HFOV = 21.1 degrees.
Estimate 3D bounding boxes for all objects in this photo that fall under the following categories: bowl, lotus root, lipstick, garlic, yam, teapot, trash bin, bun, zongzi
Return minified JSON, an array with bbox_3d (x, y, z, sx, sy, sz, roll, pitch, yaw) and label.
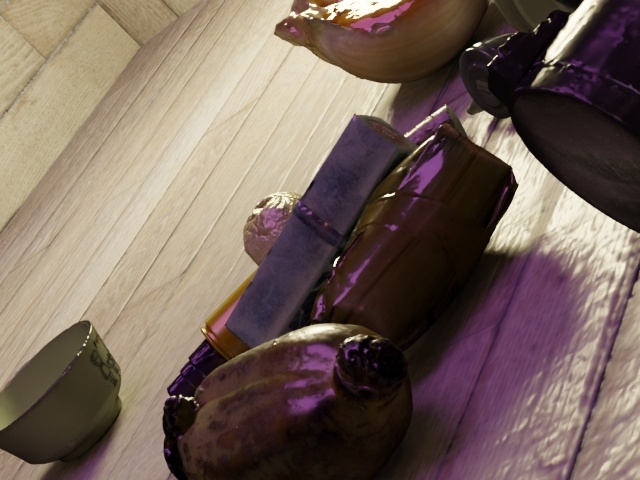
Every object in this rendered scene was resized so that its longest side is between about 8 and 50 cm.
[{"bbox_3d":[-0.340,0.216,2.275,0.211,0.112,0.211,-42,17,15],"label":"bowl"},{"bbox_3d":[-0.017,0.163,1.546,0.309,0.173,0.173,-27,24,48],"label":"lotus root"},{"bbox_3d":[0.000,0.000,1.880,0.289,0.076,0.077,-57,-21,18],"label":"lipstick"},{"bbox_3d":[0.111,-0.342,2.368,0.313,0.249,0.286,-37,-5,-14],"label":"garlic"},{"bbox_3d":[0.115,-0.106,2.058,0.132,0.054,0.054,-38,17,21],"label":"yam"},{"bbox_3d":[0.212,-0.199,1.986,0.091,0.092,0.124,-33,17,-23],"label":"teapot"},{"bbox_3d":[0.317,-0.173,1.409,0.301,0.252,0.203,-52,-16,-12],"label":"trash bin"},{"bbox_3d":[-0.059,-0.017,2.233,0.115,0.069,0.115,-42,17,16],"label":"bun"},{"bbox_3d":[0.068,0.032,1.754,0.260,0.123,0.289,-55,4,-20],"label":"zongzi"}]

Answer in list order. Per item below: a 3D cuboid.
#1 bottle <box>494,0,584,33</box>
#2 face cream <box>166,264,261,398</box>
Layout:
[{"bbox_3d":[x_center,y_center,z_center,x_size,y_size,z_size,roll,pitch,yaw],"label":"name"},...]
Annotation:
[{"bbox_3d":[0.329,-0.371,1.859,0.229,0.229,0.351,-24,32,51],"label":"bottle"},{"bbox_3d":[-0.076,0.088,1.999,0.273,0.078,0.078,-45,16,-1],"label":"face cream"}]
